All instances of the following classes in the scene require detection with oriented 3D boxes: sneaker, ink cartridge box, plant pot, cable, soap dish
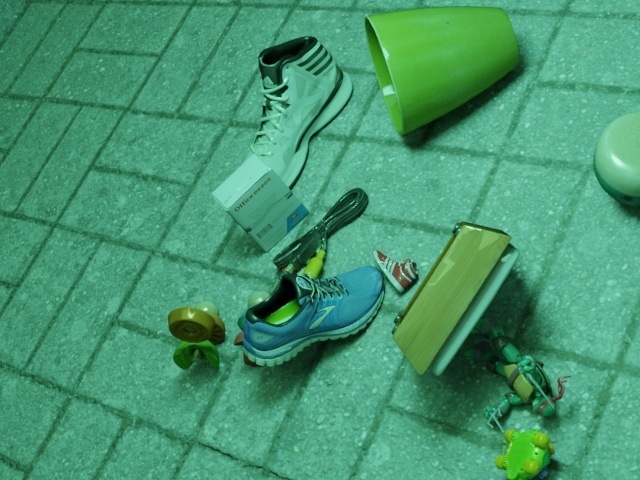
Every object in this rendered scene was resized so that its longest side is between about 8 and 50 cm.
[{"bbox_3d":[0.160,0.049,2.055,0.067,0.042,0.118,-40,54,7],"label":"sneaker"},{"bbox_3d":[-0.123,-0.298,2.329,0.169,0.257,0.447,22,73,40],"label":"sneaker"},{"bbox_3d":[-0.135,-0.084,2.231,0.139,0.191,0.082,-43,47,-2],"label":"ink cartridge box"},{"bbox_3d":[0.278,-0.410,2.183,0.293,0.275,0.275,-18,49,0],"label":"plant pot"},{"bbox_3d":[-0.009,0.129,1.990,0.330,0.147,0.130,-26,45,-23],"label":"sneaker"},{"bbox_3d":[0.000,0.000,2.202,0.287,0.072,0.139,-49,29,-23],"label":"cable"},{"bbox_3d":[0.243,0.096,1.811,0.118,0.229,0.291,32,97,4],"label":"soap dish"}]

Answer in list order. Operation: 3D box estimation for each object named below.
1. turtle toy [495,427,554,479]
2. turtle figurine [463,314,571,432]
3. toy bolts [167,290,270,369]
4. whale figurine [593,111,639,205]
[{"bbox_3d":[0.354,0.384,1.682,0.095,0.066,0.130,-6,56,57],"label":"turtle toy"},{"bbox_3d":[0.347,0.250,1.755,0.234,0.118,0.175,54,134,41],"label":"turtle figurine"},{"bbox_3d":[-0.207,0.164,2.113,0.228,0.218,0.158,-1,50,10],"label":"toy bolts"},{"bbox_3d":[0.651,-0.136,1.844,0.272,0.141,0.216,9,62,8],"label":"whale figurine"}]
